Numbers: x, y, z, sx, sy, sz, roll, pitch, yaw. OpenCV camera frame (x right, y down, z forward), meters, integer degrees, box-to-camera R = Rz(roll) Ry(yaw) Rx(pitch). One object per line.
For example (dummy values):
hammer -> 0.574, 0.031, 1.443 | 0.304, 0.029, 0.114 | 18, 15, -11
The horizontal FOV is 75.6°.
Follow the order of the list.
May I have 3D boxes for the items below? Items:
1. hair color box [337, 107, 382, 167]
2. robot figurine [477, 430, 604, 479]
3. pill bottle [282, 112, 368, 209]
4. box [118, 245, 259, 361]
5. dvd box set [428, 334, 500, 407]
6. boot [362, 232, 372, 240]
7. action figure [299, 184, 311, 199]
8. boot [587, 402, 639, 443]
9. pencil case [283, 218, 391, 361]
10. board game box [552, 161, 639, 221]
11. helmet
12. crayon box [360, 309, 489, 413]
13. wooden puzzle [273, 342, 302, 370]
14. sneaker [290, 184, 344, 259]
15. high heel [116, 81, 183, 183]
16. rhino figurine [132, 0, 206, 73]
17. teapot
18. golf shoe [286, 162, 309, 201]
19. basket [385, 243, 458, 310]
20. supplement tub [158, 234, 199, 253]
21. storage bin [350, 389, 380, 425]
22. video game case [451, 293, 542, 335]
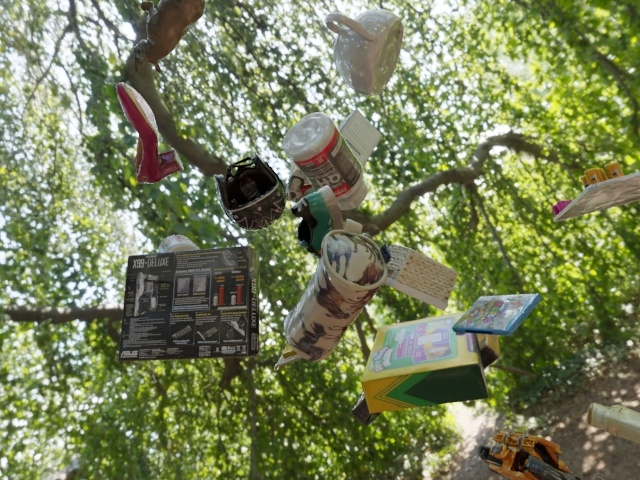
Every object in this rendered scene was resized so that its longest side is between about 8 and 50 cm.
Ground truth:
hair color box -> 0.115, -0.383, 1.743 | 0.105, 0.174, 0.347 | -28, 24, 51
robot figurine -> 0.433, 0.440, 0.740 | 0.085, 0.290, 0.211 | -55, 2, -24
pill bottle -> 0.032, -0.240, 1.337 | 0.176, 0.176, 0.318 | -36, -44, 8
box -> -0.295, 0.147, 0.941 | 0.306, 0.243, 0.076 | -5, -16, 9
dvd box set -> 0.513, 0.401, 1.511 | 0.308, 0.062, 0.420 | -47, -8, 23
boot -> 0.173, 0.087, 1.776 | 0.247, 0.161, 0.083 | -49, -57, -10
action figure -> -0.001, -0.085, 1.585 | 0.138, 0.092, 0.281 | -6, -42, -2
boot -> 0.960, 0.557, 1.223 | 0.261, 0.096, 0.203 | 22, -13, -27
pencil case -> 0.024, 0.145, 1.015 | 0.411, 0.159, 0.184 | 115, 178, -48
board game box -> 0.800, -0.153, 0.992 | 0.389, 0.051, 0.390 | -17, -13, 16
helmet -> -0.157, -0.102, 0.962 | 0.169, 0.162, 0.169 | -29, -6, -3
crayon box -> 0.307, 0.346, 1.221 | 0.312, 0.106, 0.363 | -17, 7, 19
wooden puzzle -> -0.055, 0.382, 1.551 | 0.238, 0.044, 0.221 | -29, 6, 15
sneaker -> 0.000, 0.000, 1.083 | 0.120, 0.108, 0.303 | -24, -50, -9
high heel -> -0.401, -0.220, 0.893 | 0.117, 0.082, 0.244 | -20, -31, -2
rhino figurine -> -0.328, -0.445, 0.862 | 0.243, 0.106, 0.073 | -40, -15, 24
teapot -> 0.120, -0.571, 1.233 | 0.253, 0.186, 0.256 | -53, -20, -36
golf shoe -> -0.077, -0.230, 1.572 | 0.273, 0.105, 0.120 | 113, 180, -78
basket -> 0.234, 0.087, 1.008 | 0.103, 0.167, 0.113 | -65, 20, -2
supplement tub -> -0.451, 0.046, 1.315 | 0.116, 0.117, 0.190 | -26, 21, -22
storage bin -> 0.210, 0.631, 1.653 | 0.180, 0.084, 0.122 | -42, -15, -54
video game case -> 0.374, 0.158, 0.890 | 0.119, 0.015, 0.166 | -37, 5, -23
